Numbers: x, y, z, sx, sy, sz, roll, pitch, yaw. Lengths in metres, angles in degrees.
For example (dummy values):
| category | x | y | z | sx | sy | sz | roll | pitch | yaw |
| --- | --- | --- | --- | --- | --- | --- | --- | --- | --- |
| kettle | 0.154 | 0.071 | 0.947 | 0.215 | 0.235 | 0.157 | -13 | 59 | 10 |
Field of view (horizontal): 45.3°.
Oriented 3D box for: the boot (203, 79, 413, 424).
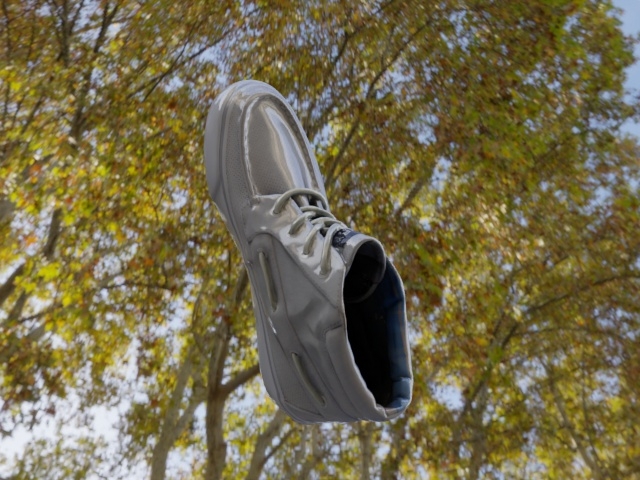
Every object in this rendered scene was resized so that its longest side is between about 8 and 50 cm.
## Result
| category | x | y | z | sx | sy | sz | roll | pitch | yaw |
| --- | --- | --- | --- | --- | --- | --- | --- | --- | --- |
| boot | 0.000 | 0.000 | 0.533 | 0.095 | 0.123 | 0.258 | -15 | -90 | -36 |
